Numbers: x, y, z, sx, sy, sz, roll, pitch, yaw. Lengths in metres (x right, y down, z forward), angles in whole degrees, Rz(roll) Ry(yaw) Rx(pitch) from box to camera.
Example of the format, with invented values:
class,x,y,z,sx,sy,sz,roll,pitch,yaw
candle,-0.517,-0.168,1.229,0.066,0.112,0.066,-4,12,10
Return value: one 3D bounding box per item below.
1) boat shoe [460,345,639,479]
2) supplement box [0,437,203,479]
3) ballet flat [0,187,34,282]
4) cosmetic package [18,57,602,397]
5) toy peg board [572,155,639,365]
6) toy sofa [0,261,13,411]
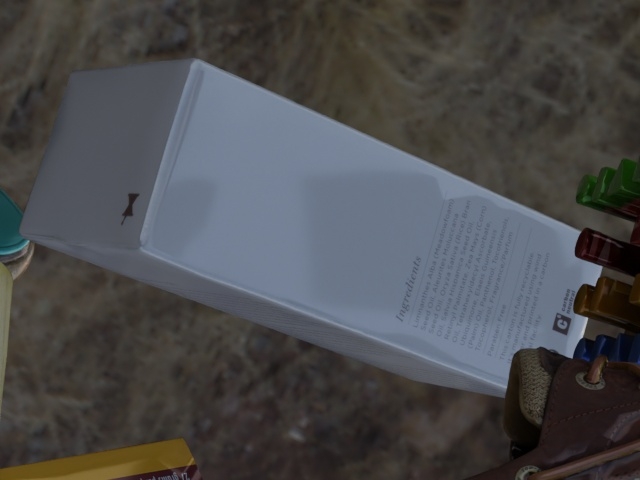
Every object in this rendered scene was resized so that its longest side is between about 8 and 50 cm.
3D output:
class,x,y,z,sx,sy,sz,roll,pitch,yaw
boat shoe,0.127,0.102,0.807,0.342,0.123,0.123,-27,169,-9
supplement box,-0.129,0.237,0.884,0.129,0.191,0.194,-4,148,-47
ballet flat,-0.407,-0.076,1.767,0.116,0.342,0.124,-23,157,-41
cosmetic package,0.000,0.000,1.505,0.453,0.230,0.161,22,81,-33
toy peg board,0.198,0.023,1.064,0.161,0.079,0.160,152,-44,-79
toy sofa,-0.379,0.076,1.035,0.177,0.362,0.150,53,26,-45
